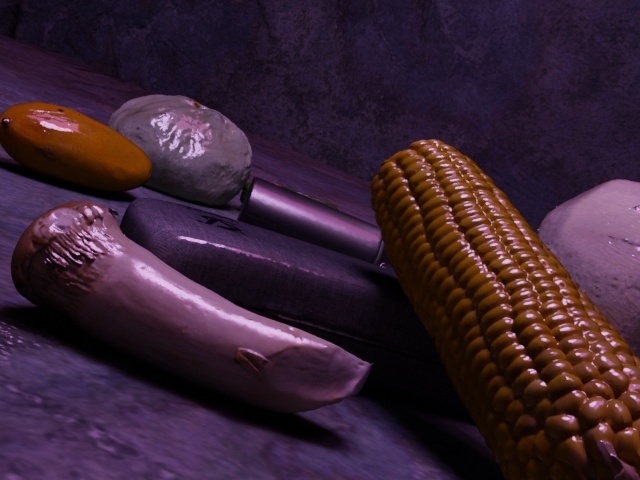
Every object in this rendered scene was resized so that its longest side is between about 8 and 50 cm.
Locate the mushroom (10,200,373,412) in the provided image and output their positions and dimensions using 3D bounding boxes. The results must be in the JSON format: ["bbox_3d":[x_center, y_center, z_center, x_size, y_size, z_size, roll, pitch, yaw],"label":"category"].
[{"bbox_3d":[-0.074,0.046,0.608,0.209,0.071,0.084,25,-17,9],"label":"mushroom"}]

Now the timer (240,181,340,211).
[{"bbox_3d":[-0.040,-0.042,1.425,0.128,0.047,0.140,20,7,7],"label":"timer"}]

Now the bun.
[{"bbox_3d":[-0.180,-0.123,1.351,0.195,0.118,0.195,20,11,-4],"label":"bun"}]

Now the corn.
[{"bbox_3d":[0.114,0.051,0.661,0.106,0.106,0.305,15,32,-39],"label":"corn"}]

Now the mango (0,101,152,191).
[{"bbox_3d":[-0.249,-0.092,1.099,0.190,0.075,0.098,23,9,-46],"label":"mango"}]

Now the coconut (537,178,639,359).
[{"bbox_3d":[0.350,0.051,1.158,0.230,0.227,0.227,18,4,37],"label":"coconut"}]

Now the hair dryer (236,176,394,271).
[{"bbox_3d":[0.000,0.000,1.176,0.196,0.078,0.248,22,2,-7],"label":"hair dryer"}]

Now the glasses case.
[{"bbox_3d":[0.011,0.052,0.766,0.323,0.074,0.131,18,7,-22],"label":"glasses case"}]
